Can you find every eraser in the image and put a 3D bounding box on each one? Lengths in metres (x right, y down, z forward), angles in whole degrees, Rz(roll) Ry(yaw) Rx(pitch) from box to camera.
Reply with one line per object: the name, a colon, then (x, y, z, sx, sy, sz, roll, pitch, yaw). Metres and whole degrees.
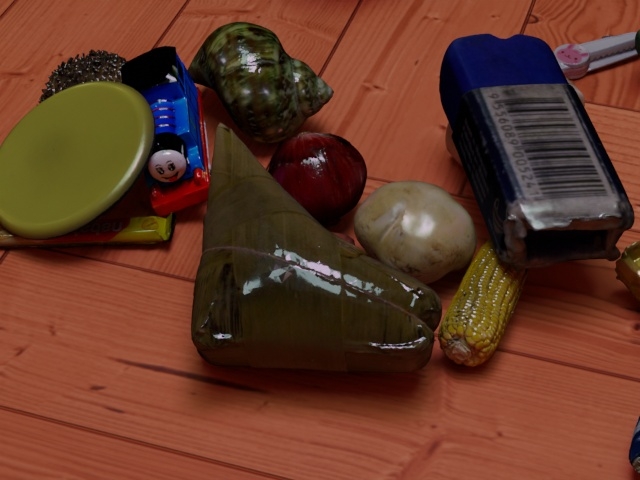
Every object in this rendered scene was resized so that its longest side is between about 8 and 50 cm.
eraser: (0.244, -0.110, 1.679, 0.155, 0.101, 0.332, -3, 47, -14)

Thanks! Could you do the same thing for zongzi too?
zongzi: (0.000, 0.000, 1.570, 0.274, 0.145, 0.300, 2, 65, 5)

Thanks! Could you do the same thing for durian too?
durian: (-0.308, -0.211, 1.906, 0.148, 0.091, 0.188, 3, 40, 3)

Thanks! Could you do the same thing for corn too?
corn: (0.191, 0.063, 1.613, 0.072, 0.072, 0.203, 15, 43, 16)

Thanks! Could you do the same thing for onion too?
onion: (-0.005, -0.073, 1.732, 0.131, 0.131, 0.131, 0, 42, 0)

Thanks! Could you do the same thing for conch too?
conch: (-0.080, -0.214, 1.876, 0.181, 0.124, 0.187, 37, 17, -3)

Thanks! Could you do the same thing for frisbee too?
frisbee: (-0.309, -0.104, 1.734, 0.236, 0.017, 0.236, -13, 53, 19)

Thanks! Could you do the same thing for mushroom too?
mushroom: (0.112, -0.009, 1.663, 0.148, 0.112, 0.148, 2, 42, -2)

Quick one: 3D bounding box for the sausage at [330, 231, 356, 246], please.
sausage: (-0.034, 0.020, 1.668, 0.154, 0.062, 0.062, 0, 42, 1)

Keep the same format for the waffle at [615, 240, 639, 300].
waffle: (0.487, 0.054, 1.597, 0.229, 0.057, 0.219, -25, 55, -12)

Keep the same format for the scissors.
scissors: (0.351, -0.251, 1.993, 0.242, 0.030, 0.118, -16, 45, -13)

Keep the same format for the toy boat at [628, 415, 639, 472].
toy boat: (0.413, 0.248, 1.410, 0.210, 0.070, 0.291, 6, 45, 11)

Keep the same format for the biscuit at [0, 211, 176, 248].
biscuit: (-0.322, -0.008, 1.728, 0.292, 0.026, 0.048, -2, 37, 1)

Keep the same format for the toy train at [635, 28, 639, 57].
toy train: (0.625, -0.275, 1.944, 0.369, 0.150, 0.237, -16, 53, -17)

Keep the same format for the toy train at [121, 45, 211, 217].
toy train: (-0.192, -0.137, 1.785, 0.083, 0.131, 0.204, -19, 43, 7)

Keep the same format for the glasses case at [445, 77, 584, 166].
glasses case: (0.255, -0.154, 1.848, 0.196, 0.083, 0.050, -18, 44, -21)
